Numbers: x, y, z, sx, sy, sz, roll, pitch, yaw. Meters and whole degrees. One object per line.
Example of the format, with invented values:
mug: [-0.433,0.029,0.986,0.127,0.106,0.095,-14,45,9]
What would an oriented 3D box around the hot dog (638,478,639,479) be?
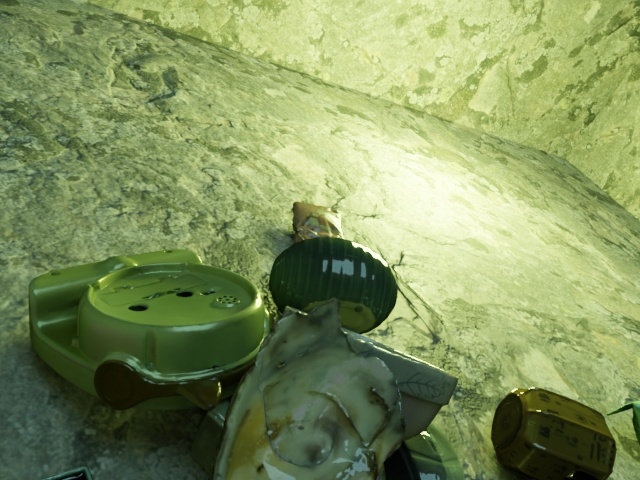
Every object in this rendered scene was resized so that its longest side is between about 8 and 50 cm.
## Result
hot dog: [0.636,0.505,0.936,0.146,0.103,0.213,-27,54,-32]

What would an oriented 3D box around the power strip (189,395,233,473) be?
power strip: [-0.053,0.315,0.703,0.257,0.105,0.070,36,33,16]

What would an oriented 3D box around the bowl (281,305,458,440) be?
bowl: [0.051,0.217,0.834,0.287,0.143,0.287,22,-8,3]

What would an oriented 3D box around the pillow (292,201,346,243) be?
pillow: [0.000,0.000,1.290,0.135,0.049,0.248,13,37,-20]

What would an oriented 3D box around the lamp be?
lamp: [0.408,0.351,0.963,0.185,0.161,0.161,25,30,-5]

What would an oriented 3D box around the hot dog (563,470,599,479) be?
hot dog: [0.427,0.511,0.767,0.194,0.107,0.325,27,30,-35]

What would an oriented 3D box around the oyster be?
oyster: [-0.024,0.224,0.635,0.271,0.100,0.275,-15,74,-13]

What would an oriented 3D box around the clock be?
clock: [-0.208,0.118,0.769,0.349,0.117,0.286,19,21,37]

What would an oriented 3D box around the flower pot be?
flower pot: [0.025,0.090,1.027,0.243,0.189,0.157,9,39,-11]

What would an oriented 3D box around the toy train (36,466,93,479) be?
toy train: [-0.196,0.405,0.471,0.087,0.088,0.407,-4,42,-39]

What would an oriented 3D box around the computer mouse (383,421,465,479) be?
computer mouse: [0.168,0.349,0.858,0.126,0.071,0.231,17,31,-17]

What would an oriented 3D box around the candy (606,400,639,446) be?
candy: [0.778,0.483,1.080,0.263,0.172,0.397,-2,60,-25]
